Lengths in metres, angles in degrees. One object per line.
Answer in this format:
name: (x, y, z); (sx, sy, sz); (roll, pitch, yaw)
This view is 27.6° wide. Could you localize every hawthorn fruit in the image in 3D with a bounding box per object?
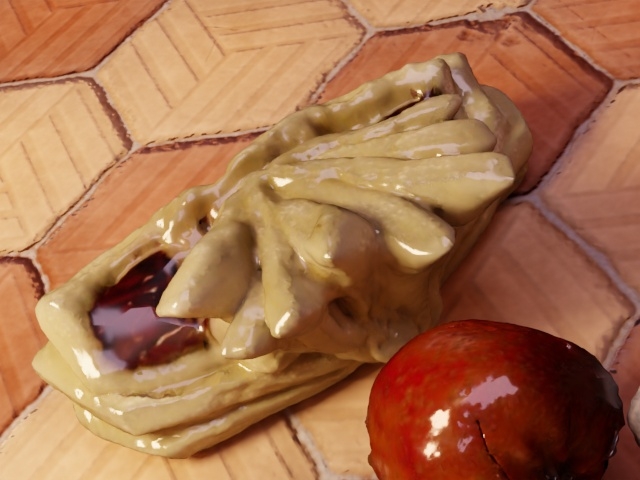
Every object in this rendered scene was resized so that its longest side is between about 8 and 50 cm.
hawthorn fruit: (0.094, 0.113, 0.799); (0.148, 0.148, 0.172); (-38, 38, -19)

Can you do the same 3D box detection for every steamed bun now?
steamed bun: (0.000, 0.000, 0.924); (0.428, 0.189, 0.247); (-32, 51, -14)

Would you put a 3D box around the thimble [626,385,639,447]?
thimble: (0.259, 0.095, 0.749); (0.150, 0.150, 0.098); (-35, 49, -16)
